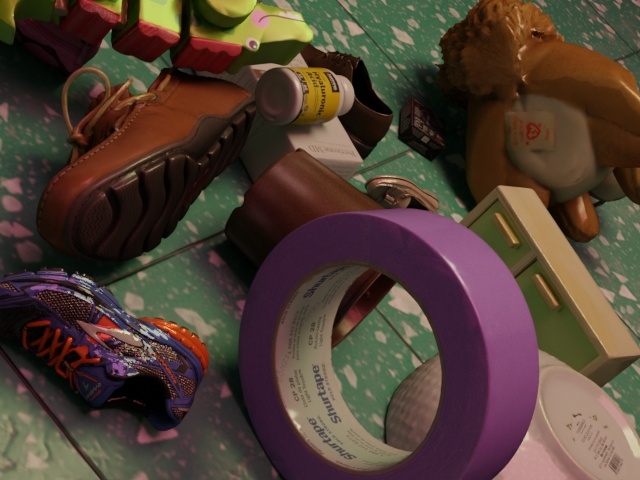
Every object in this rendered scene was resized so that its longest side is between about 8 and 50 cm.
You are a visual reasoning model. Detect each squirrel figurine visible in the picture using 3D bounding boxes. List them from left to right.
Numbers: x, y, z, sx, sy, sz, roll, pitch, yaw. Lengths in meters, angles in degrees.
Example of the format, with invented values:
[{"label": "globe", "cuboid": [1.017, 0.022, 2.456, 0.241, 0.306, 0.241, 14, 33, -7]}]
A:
[{"label": "squirrel figurine", "cuboid": [0.348, -0.197, 1.880, 0.397, 0.281, 0.370, 54, 26, 10]}]

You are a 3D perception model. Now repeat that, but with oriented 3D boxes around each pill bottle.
[{"label": "pill bottle", "cuboid": [-0.015, -0.163, 1.446, 0.116, 0.065, 0.065, -10, 60, -52]}]

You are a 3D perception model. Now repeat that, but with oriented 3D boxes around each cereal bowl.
[{"label": "cereal bowl", "cuboid": [0.240, 0.235, 1.353, 0.339, 0.141, 0.339, 30, 33, -22]}]

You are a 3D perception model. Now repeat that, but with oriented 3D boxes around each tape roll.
[{"label": "tape roll", "cuboid": [0.056, 0.109, 1.155, 0.090, 0.275, 0.275, -5, 56, -53]}]

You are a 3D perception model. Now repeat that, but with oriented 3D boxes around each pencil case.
[{"label": "pencil case", "cuboid": [-0.321, -0.254, 1.332, 0.209, 0.095, 0.098, 33, 2, -17]}]

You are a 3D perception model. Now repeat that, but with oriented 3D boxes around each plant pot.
[{"label": "plant pot", "cuboid": [0.000, 0.000, 1.345, 0.165, 0.167, 0.167, 42, 30, 10]}]

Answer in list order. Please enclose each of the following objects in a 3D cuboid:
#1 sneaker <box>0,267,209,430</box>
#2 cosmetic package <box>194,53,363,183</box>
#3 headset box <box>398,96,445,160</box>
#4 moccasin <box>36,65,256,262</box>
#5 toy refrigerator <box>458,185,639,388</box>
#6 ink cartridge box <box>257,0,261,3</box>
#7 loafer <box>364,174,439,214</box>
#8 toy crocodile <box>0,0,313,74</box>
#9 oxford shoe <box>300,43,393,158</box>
[{"label": "sneaker", "cuboid": [-0.192, 0.093, 1.081, 0.221, 0.083, 0.087, 24, 44, -24]}, {"label": "cosmetic package", "cuboid": [-0.056, -0.159, 1.532, 0.117, 0.085, 0.231, 2, 50, -48]}, {"label": "headset box", "cuboid": [0.145, -0.160, 1.816, 0.062, 0.032, 0.083, 33, 32, -19]}, {"label": "moccasin", "cuboid": [-0.184, -0.093, 1.257, 0.147, 0.139, 0.380, 25, 32, 5]}, {"label": "toy refrigerator", "cuboid": [0.283, 0.066, 1.640, 0.094, 0.102, 0.269, 2, 51, -48]}, {"label": "ink cartridge box", "cuboid": [-0.124, -0.367, 1.755, 0.115, 0.029, 0.063, 37, 32, -9]}, {"label": "loafer", "cuboid": [0.110, -0.050, 1.636, 0.125, 0.045, 0.039, 17, 47, -41]}, {"label": "toy crocodile", "cuboid": [-0.168, -0.226, 1.301, 0.340, 0.115, 0.105, 10, 67, -29]}, {"label": "oxford shoe", "cuboid": [0.014, -0.222, 1.678, 0.227, 0.096, 0.083, 47, 33, 7]}]
